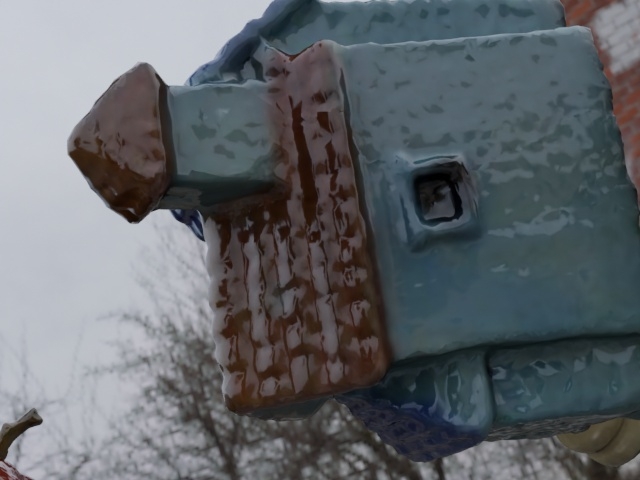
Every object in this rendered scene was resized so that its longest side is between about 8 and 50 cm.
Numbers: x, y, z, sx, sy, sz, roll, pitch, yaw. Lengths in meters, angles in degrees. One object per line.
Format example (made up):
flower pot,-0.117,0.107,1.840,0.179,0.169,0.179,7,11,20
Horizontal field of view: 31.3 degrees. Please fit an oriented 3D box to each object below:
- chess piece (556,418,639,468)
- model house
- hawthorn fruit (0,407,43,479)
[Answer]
chess piece,0.142,0.091,1.027,0.307,0.139,0.124,23,-35,-8
model house,0.000,0.000,0.723,0.329,0.295,0.251,-5,-12,-25
hawthorn fruit,-0.289,0.245,0.891,0.205,0.253,0.205,16,-24,8
